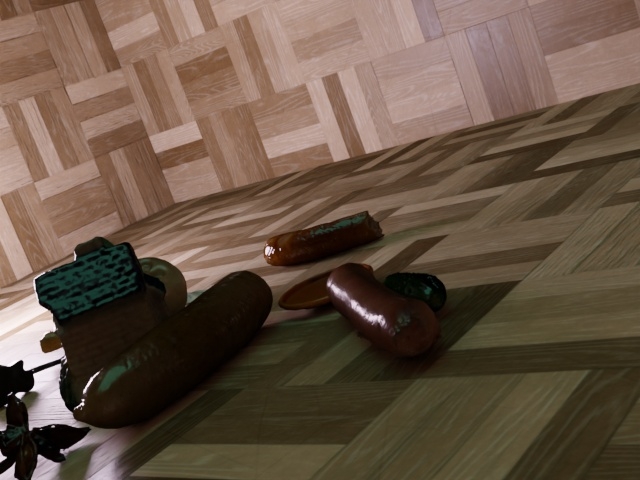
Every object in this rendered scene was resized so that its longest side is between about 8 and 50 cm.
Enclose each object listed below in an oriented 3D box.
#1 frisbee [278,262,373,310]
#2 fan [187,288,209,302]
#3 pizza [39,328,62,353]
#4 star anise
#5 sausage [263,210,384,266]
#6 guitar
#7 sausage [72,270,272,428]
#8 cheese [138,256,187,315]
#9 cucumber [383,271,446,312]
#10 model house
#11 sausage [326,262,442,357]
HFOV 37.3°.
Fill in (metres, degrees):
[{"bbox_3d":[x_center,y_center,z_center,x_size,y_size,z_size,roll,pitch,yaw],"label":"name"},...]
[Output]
[{"bbox_3d":[0.013,0.096,1.802,0.192,0.035,0.192,-21,11,4],"label":"frisbee"},{"bbox_3d":[-0.357,0.149,2.295,0.240,0.009,0.131,-14,15,29],"label":"fan"},{"bbox_3d":[-0.532,0.198,2.208,0.134,0.056,0.271,-24,1,43],"label":"pizza"},{"bbox_3d":[-0.465,0.339,1.477,0.140,0.144,0.158,26,28,3],"label":"star anise"},{"bbox_3d":[-0.003,0.001,2.190,0.302,0.076,0.103,-15,4,20],"label":"sausage"},{"bbox_3d":[-0.604,0.276,1.980,0.025,0.088,0.233,-11,5,44],"label":"guitar"},{"bbox_3d":[-0.223,0.175,1.618,0.136,0.123,0.501,-9,16,31],"label":"sausage"},{"bbox_3d":[-0.410,0.133,2.100,0.235,0.117,0.218,-8,29,15],"label":"cheese"},{"bbox_3d":[0.151,0.082,1.560,0.069,0.069,0.227,-23,8,-13],"label":"cucumber"},{"bbox_3d":[-0.401,0.130,1.782,0.243,0.284,0.298,-17,10,-10],"label":"model house"},{"bbox_3d":[0.088,0.106,1.472,0.094,0.094,0.419,17,3,-15],"label":"sausage"}]
